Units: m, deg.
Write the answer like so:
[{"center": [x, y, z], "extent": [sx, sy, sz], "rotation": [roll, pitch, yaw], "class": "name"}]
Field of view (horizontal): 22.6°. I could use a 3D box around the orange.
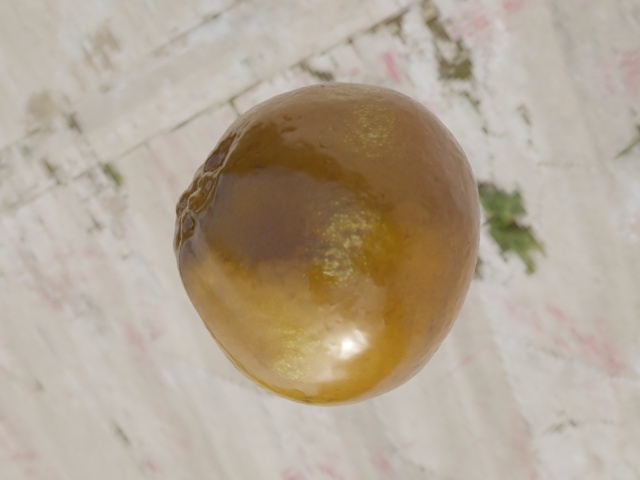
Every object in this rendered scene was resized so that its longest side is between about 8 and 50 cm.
[{"center": [0.000, 0.000, 0.758], "extent": [0.136, 0.159, 0.159], "rotation": [19, 158, -16], "class": "orange"}]
